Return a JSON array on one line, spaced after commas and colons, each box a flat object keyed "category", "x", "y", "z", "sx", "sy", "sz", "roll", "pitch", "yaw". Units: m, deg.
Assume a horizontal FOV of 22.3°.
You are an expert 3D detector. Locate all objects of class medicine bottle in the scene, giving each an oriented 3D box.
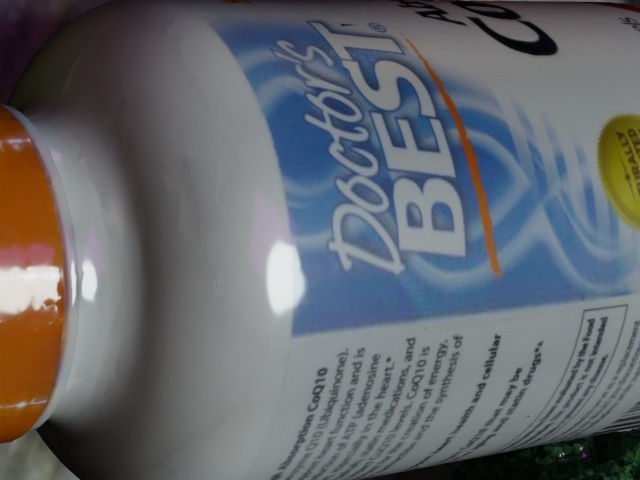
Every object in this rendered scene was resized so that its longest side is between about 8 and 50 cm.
[{"category": "medicine bottle", "x": 0.000, "y": 0.000, "z": 0.522, "sx": 0.289, "sy": 0.157, "sz": 0.157, "roll": -5, "pitch": 88, "yaw": -35}]

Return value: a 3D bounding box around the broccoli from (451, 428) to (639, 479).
[{"category": "broccoli", "x": 0.113, "y": 0.199, "z": 0.606, "sx": 0.270, "sy": 0.270, "sz": 0.270, "roll": 7, "pitch": 112, "yaw": -39}]
